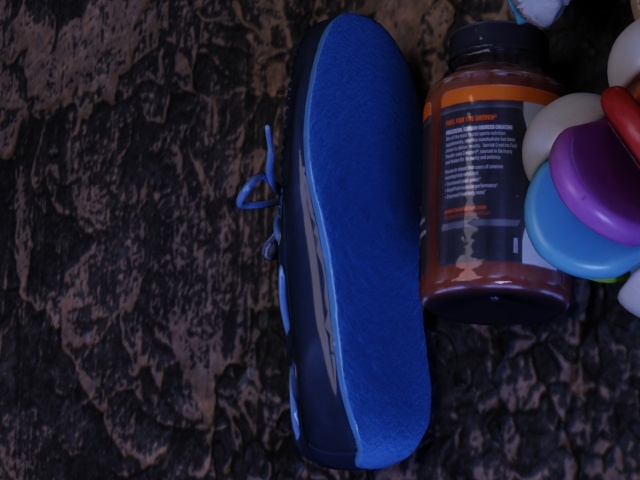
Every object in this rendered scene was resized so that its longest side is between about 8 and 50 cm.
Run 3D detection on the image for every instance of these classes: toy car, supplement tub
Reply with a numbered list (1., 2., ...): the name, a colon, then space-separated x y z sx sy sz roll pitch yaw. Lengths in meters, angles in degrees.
1. toy car: 0.196 -0.042 1.078 0.182 0.136 0.159 -45 69 32
2. supplement tub: 0.121 -0.047 1.215 0.106 0.106 0.198 -15 66 47

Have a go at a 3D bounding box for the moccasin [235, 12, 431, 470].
1. moccasin: 0.000 0.000 1.322 0.117 0.137 0.342 -20 63 50

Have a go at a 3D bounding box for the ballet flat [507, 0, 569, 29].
1. ballet flat: 0.152 -0.342 1.255 0.147 0.147 0.409 -36 51 38

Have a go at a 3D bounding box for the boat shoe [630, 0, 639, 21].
1. boat shoe: 0.233 -0.265 1.158 0.109 0.098 0.302 -3 76 49
